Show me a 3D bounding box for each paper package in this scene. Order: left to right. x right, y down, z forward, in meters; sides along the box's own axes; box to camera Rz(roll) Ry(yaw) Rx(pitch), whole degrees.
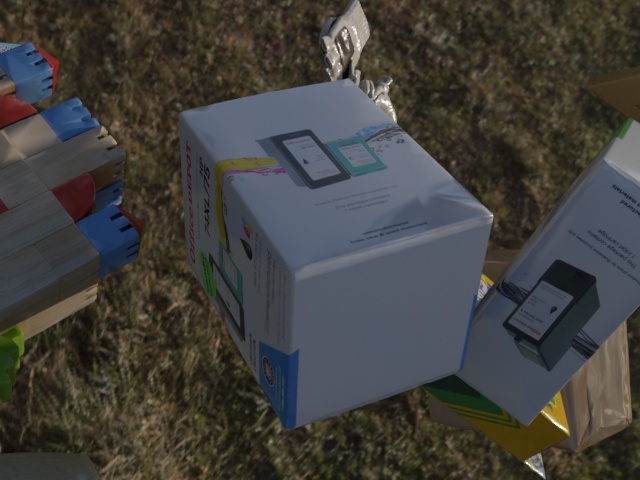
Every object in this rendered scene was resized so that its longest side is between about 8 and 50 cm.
[{"bbox_3d":[0.336,0.168,1.527,0.168,0.325,0.309,-6,93,-36],"label":"paper package"}]

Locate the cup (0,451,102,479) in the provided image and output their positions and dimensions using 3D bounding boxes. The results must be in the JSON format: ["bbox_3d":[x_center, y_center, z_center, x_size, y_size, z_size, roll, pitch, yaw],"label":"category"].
[{"bbox_3d":[-0.293,0.336,0.866,0.237,0.331,0.331,-26,68,-16],"label":"cup"}]

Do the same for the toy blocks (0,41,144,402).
[{"bbox_3d":[-0.334,-0.055,0.997,0.261,0.190,0.381,-31,70,-31],"label":"toy blocks"}]

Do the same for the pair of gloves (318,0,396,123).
[{"bbox_3d":[0.066,-0.259,1.509,0.204,0.042,0.240,-53,130,-49],"label":"pair of gloves"}]

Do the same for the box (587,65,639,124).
[{"bbox_3d":[0.478,-0.184,1.213,0.164,0.201,0.021,28,81,-21],"label":"box"}]

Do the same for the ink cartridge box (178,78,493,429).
[{"bbox_3d":[0.000,0.000,0.894,0.197,0.198,0.270,-15,41,-22],"label":"ink cartridge box"}]

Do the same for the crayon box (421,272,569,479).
[{"bbox_3d":[0.211,0.142,1.187,0.323,0.083,0.203,39,30,-26],"label":"crayon box"}]

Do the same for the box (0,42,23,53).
[{"bbox_3d":[-0.479,-0.165,1.340,0.060,0.244,0.100,1,49,-30],"label":"box"}]

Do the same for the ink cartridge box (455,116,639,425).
[{"bbox_3d":[0.280,0.031,0.992,0.121,0.289,0.211,38,31,8],"label":"ink cartridge box"}]
